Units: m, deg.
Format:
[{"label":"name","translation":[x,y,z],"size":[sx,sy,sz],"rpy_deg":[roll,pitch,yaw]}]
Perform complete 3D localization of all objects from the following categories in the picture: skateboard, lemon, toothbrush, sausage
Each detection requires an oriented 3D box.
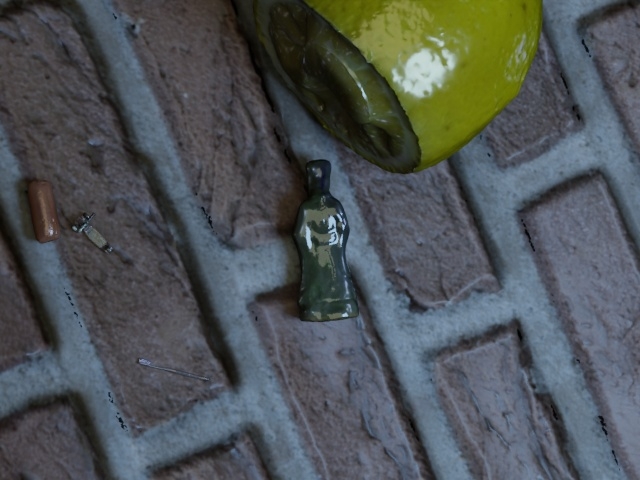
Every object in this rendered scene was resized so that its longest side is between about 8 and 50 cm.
[{"label":"skateboard","translation":[-0.292,-0.009,1.844],"size":[0.064,0.083,0.032],"rpy_deg":[45,80,-5]},{"label":"lemon","translation":[0.118,-0.288,1.807],"size":[0.364,0.364,0.364],"rpy_deg":[1,86,-9]},{"label":"toothbrush","translation":[-0.193,0.171,1.887],"size":[0.097,0.006,0.008],"rpy_deg":[16,80,-8]},{"label":"sausage","translation":[-0.360,-0.038,1.860],"size":[0.034,0.034,0.083],"rpy_deg":[-11,87,-10]}]

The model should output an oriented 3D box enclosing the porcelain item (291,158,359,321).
[{"label":"porcelain item","translation":[0.000,0.000,1.899],"size":[0.081,0.069,0.215],"rpy_deg":[-6,88,2]}]
